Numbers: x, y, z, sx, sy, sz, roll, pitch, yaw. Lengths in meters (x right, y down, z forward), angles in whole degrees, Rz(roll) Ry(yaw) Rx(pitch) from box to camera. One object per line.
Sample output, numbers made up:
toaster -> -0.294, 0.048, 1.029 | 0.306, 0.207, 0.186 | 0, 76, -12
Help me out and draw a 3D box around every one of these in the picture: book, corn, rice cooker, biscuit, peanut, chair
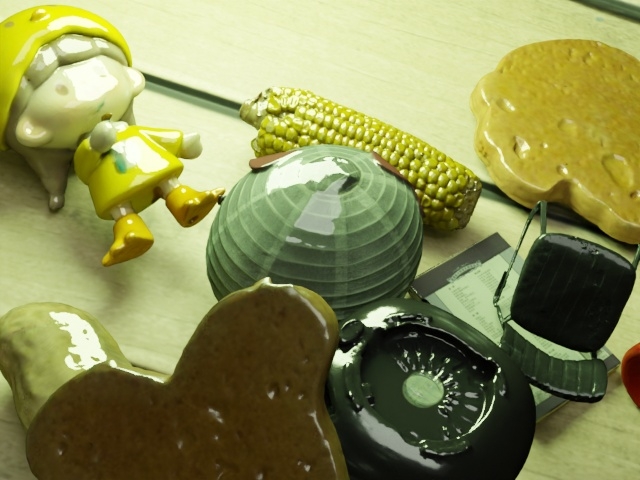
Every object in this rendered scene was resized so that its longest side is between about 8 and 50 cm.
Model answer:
book -> 0.232, 0.104, 1.468 | 0.157, 0.026, 0.231 | -27, 63, -30
corn -> 0.049, -0.105, 1.528 | 0.322, 0.119, 0.119 | 20, 53, 3
rice cooker -> 0.080, 0.198, 1.240 | 0.267, 0.224, 0.267 | 5, 52, -6
biscuit -> 0.360, -0.143, 1.655 | 0.312, 0.057, 0.351 | 6, 51, -6
biscuit -> -0.089, 0.273, 1.117 | 0.368, 0.076, 0.394 | -27, 78, 11
peanut -> -0.261, 0.154, 1.268 | 0.129, 0.129, 0.224 | -26, 56, -27
chair -> 0.275, 0.067, 1.345 | 0.140, 0.145, 0.221 | 22, 20, 5

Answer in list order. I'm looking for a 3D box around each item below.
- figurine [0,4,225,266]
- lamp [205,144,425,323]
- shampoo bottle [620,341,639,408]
figurine -> -0.282, -0.133, 1.451 | 0.215, 0.187, 0.343 | -24, 67, -36
lamp -> 0.000, 0.000, 1.371 | 0.265, 0.233, 0.233 | -6, 55, -21
shampoo bottle -> 0.493, 0.114, 1.458 | 0.278, 0.104, 0.104 | -27, 63, -27
